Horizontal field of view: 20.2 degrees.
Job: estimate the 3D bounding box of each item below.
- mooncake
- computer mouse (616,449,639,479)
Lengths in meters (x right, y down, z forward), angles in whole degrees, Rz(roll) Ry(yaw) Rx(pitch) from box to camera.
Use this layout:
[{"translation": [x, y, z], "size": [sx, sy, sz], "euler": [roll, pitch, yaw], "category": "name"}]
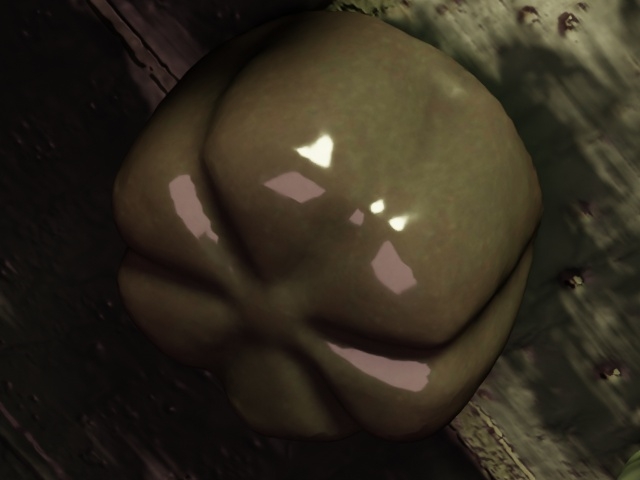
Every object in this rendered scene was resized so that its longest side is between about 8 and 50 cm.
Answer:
[{"translation": [0.000, 0.000, 0.993], "size": [0.245, 0.133, 0.245], "euler": [19, 137, 19], "category": "mooncake"}, {"translation": [0.309, 0.216, 0.999], "size": [0.331, 0.095, 0.197], "euler": [16, 114, 28], "category": "computer mouse"}]
